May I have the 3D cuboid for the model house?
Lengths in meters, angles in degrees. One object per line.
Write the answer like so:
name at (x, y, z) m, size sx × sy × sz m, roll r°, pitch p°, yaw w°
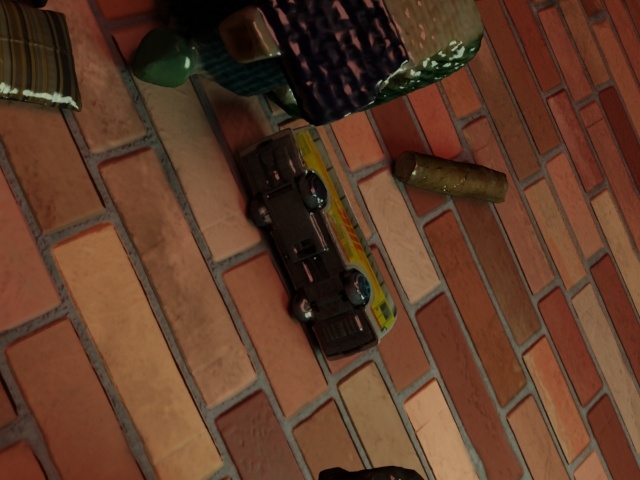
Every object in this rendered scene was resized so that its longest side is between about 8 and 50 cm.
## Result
model house at (-0.033, -0.229, 1.267) m, size 0.284 × 0.298 × 0.243 m, roll -34°, pitch 106°, yaw -48°

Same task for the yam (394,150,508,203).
yam at (0.191, -0.088, 1.656) m, size 0.241 × 0.057 × 0.056 m, roll 9°, pitch 67°, yaw -48°

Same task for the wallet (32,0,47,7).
wallet at (-0.280, -0.325, 1.100) m, size 0.025 × 0.244 × 0.124 m, roll -6°, pitch 75°, yaw -11°

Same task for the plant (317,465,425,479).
plant at (0.002, 0.328, 1.077) m, size 0.188 × 0.276 × 0.199 m, roll 47°, pitch 38°, yaw -16°

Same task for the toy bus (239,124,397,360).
toy bus at (0.000, 0.000, 1.370) m, size 0.106 × 0.092 × 0.268 m, roll -29°, pitch 96°, yaw -61°

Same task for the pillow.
pillow at (-0.315, -0.185, 1.120) m, size 0.203 × 0.038 × 0.113 m, roll 2°, pitch 71°, yaw -50°
